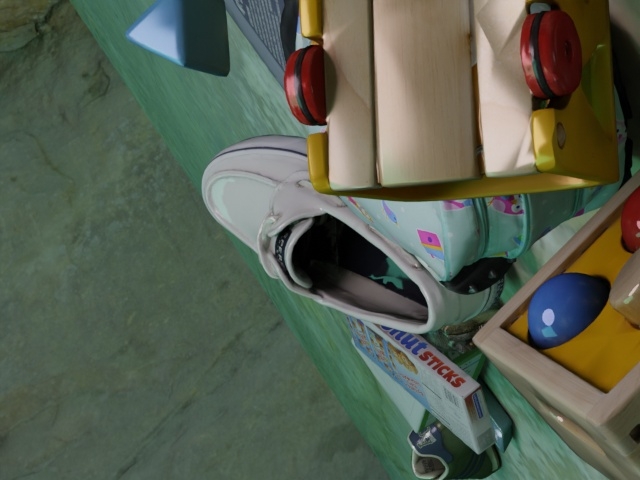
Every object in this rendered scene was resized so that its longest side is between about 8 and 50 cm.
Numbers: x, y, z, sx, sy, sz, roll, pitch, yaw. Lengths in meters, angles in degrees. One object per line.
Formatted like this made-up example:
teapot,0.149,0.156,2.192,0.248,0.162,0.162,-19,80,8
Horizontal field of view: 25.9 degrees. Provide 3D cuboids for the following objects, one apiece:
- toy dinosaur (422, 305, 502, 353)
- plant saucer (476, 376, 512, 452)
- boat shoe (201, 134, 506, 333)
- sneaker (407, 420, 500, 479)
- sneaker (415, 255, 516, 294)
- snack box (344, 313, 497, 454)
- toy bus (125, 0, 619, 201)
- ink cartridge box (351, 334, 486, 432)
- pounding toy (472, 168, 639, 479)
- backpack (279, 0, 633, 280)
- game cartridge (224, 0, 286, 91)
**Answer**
toy dinosaur,0.032,-0.011,1.062,0.268,0.064,0.118,32,125,32
plant saucer,0.121,0.112,1.310,0.192,0.018,0.067,53,171,24
boat shoe,0.000,0.000,0.986,0.267,0.088,0.096,27,125,33
sneaker,0.128,0.211,1.409,0.064,0.086,0.192,53,172,26
sneaker,0.041,-0.071,0.828,0.106,0.078,0.234,44,168,50
snack box,0.073,0.097,1.100,0.178,0.022,0.064,39,156,49
toy bus,0.051,-0.107,0.490,0.191,0.202,0.104,46,-160,22
ink cartridge box,0.085,0.077,1.187,0.109,0.062,0.209,54,165,20
pounding toy,0.135,0.020,0.481,0.100,0.130,0.141,47,176,-18
backpack,0.057,-0.061,0.627,0.182,0.115,0.152,43,162,52
game cartridge,-0.032,-0.191,0.900,0.196,0.060,0.294,51,171,18
